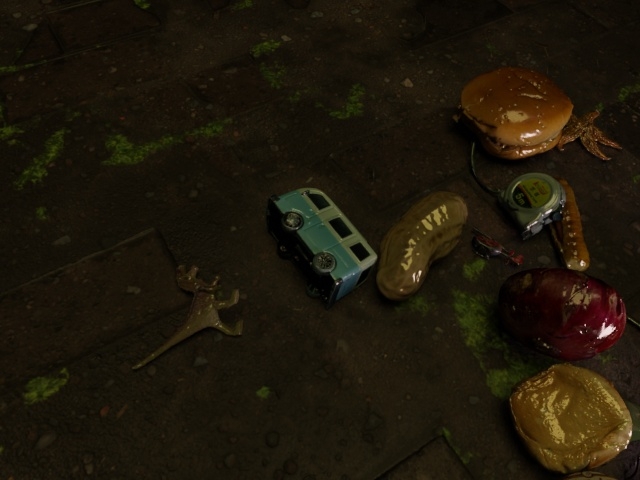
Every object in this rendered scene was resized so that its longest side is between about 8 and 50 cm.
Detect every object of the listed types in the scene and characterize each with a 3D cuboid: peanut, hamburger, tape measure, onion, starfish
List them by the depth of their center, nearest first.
[{"bbox_3d":[0.479,0.341,0.949,0.213,0.108,0.214,-10,64,20],"label":"hamburger"},{"bbox_3d":[0.498,0.155,1.034,0.246,0.246,0.190,22,68,10],"label":"onion"},{"bbox_3d":[0.235,0.009,1.165,0.153,0.140,0.325,48,66,-24],"label":"peanut"},{"bbox_3d":[0.523,-0.161,1.327,0.163,0.084,0.331,-25,51,8],"label":"tape measure"},{"bbox_3d":[0.553,-0.375,1.422,0.313,0.170,0.290,-20,54,-15],"label":"hamburger"},{"bbox_3d":[0.795,-0.330,1.486,0.240,0.043,0.227,-34,65,-20],"label":"starfish"}]

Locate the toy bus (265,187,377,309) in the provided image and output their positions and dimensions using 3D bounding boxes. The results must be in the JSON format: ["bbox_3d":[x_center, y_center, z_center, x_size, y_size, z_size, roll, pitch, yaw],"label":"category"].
[{"bbox_3d":[0.000,0.000,1.154,0.164,0.133,0.271,-27,65,-26],"label":"toy bus"}]

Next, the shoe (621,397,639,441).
[{"bbox_3d":[0.631,0.360,0.995,0.195,0.079,0.078,-12,77,-5],"label":"shoe"}]

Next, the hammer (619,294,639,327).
[{"bbox_3d":[0.761,0.212,1.139,0.201,0.021,0.078,39,58,19],"label":"hammer"}]

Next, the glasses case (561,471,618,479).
[{"bbox_3d":[0.467,0.543,0.785,0.122,0.082,0.321,-14,46,22],"label":"glasses case"}]

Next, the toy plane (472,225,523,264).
[{"bbox_3d":[0.436,0.020,1.231,0.145,0.037,0.060,31,50,20],"label":"toy plane"}]

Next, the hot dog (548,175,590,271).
[{"bbox_3d":[0.637,-0.051,1.277,0.082,0.068,0.289,8,55,-8],"label":"hot dog"}]

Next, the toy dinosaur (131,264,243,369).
[{"bbox_3d":[-0.272,0.169,1.072,0.199,0.072,0.252,4,68,10],"label":"toy dinosaur"}]
